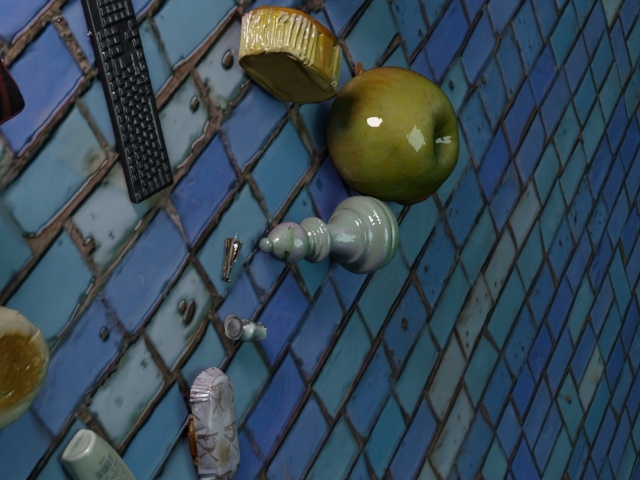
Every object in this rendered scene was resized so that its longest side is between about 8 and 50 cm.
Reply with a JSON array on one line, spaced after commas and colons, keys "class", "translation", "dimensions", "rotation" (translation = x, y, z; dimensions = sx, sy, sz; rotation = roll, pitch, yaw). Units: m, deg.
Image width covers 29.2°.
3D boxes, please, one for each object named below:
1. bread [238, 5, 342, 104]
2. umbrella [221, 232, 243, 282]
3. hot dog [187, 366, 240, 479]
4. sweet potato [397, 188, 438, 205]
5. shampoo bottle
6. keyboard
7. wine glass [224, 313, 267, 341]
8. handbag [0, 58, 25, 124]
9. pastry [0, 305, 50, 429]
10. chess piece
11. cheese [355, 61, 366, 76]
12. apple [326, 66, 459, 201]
[{"class": "bread", "translation": [-0.046, -0.301, 1.963], "dimensions": [0.190, 0.132, 0.114], "rotation": [29, 66, -57]}, {"class": "umbrella", "translation": [-0.142, 0.026, 1.937], "dimensions": [0.031, 0.020, 0.083], "rotation": [33, 70, -52]}, {"class": "hot dog", "translation": [-0.164, 0.292, 1.885], "dimensions": [0.099, 0.053, 0.192], "rotation": [-29, 119, -52]}, {"class": "sweet potato", "translation": [0.210, -0.154, 2.407], "dimensions": [0.292, 0.097, 0.097], "rotation": [-54, 134, -47]}, {"class": "shampoo bottle", "translation": [-0.285, 0.351, 1.702], "dimensions": [0.072, 0.049, 0.212], "rotation": [-61, 137, -41]}, {"class": "keyboard", "translation": [-0.271, -0.209, 1.723], "dimensions": [0.101, 0.018, 0.309], "rotation": [-36, 121, -52]}, {"class": "wine glass", "translation": [-0.118, 0.141, 1.963], "dimensions": [0.039, 0.042, 0.083], "rotation": [-52, 152, 14]}, {"class": "handbag", "translation": [-0.437, -0.194, 1.341], "dimensions": [0.169, 0.155, 0.215], "rotation": [-57, 134, -49]}, {"class": "pastry", "translation": [-0.401, 0.151, 1.475], "dimensions": [0.156, 0.092, 0.156], "rotation": [-1, 91, -54]}, {"class": "chess piece", "translation": [0.000, 0.000, 2.077], "dimensions": [0.272, 0.139, 0.139], "rotation": [-8, 98, -46]}, {"class": "cheese", "translation": [0.094, -0.300, 2.284], "dimensions": [0.111, 0.017, 0.047], "rotation": [19, 73, -56]}, {"class": "apple", "translation": [0.132, -0.188, 2.188], "dimensions": [0.261, 0.194, 0.260], "rotation": [-9, 101, -56]}]
